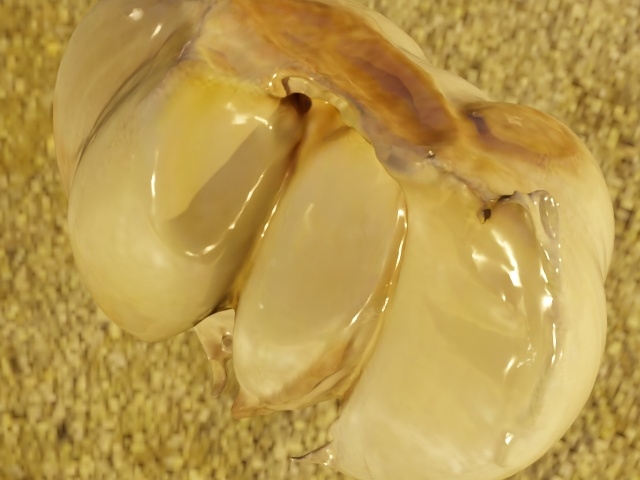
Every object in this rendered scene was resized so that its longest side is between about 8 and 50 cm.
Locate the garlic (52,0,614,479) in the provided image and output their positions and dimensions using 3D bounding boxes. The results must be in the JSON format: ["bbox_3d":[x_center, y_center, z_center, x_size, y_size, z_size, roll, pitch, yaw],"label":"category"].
[{"bbox_3d":[0.001,-0.008,0.823,0.281,0.203,0.185,27,29,9],"label":"garlic"}]
